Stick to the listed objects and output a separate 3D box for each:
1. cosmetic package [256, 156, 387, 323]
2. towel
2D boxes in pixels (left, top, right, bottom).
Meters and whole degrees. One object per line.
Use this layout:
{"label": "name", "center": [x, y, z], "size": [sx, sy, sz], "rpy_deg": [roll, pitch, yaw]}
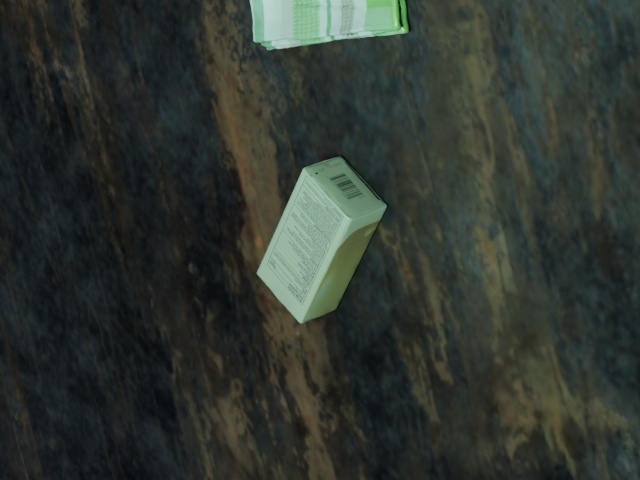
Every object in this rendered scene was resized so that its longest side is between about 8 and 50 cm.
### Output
{"label": "cosmetic package", "center": [0.000, 0.000, 1.453], "size": [0.060, 0.041, 0.115], "rpy_deg": [49, 136, 24]}
{"label": "towel", "center": [-0.002, -0.197, 1.394], "size": [0.152, 0.023, 0.113], "rpy_deg": [1, 106, 48]}
